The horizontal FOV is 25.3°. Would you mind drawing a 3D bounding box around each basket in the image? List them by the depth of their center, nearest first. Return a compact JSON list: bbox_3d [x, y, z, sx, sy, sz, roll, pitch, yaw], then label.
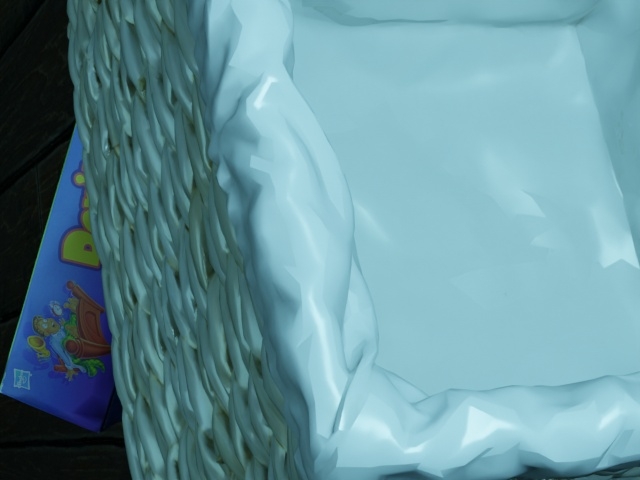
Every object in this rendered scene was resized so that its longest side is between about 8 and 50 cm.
[{"bbox_3d":[0.076,-0.044,0.583,0.266,0.328,0.331,130,132,-59],"label":"basket"}]

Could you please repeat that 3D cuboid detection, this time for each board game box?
[{"bbox_3d":[-0.093,-0.062,0.993,0.233,0.078,0.347,-19,-52,-75],"label":"board game box"}]
